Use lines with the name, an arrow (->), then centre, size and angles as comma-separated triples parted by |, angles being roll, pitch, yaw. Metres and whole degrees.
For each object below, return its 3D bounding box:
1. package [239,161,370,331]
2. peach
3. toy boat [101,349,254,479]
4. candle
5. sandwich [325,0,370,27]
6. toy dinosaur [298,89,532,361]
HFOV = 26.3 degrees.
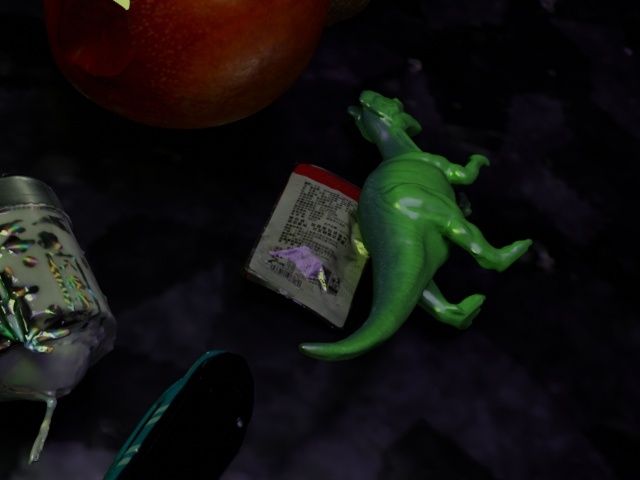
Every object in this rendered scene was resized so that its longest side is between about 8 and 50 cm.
package -> 0.000, 0.000, 1.790 | 0.154, 0.030, 0.239 | 29, 49, -5
peach -> -0.183, -0.322, 1.772 | 0.388, 0.388, 0.388 | 10, 51, -12
toy boat -> -0.178, 0.235, 1.500 | 0.092, 0.134, 0.299 | 4, 37, 28
candle -> -0.326, 0.090, 1.509 | 0.187, 0.187, 0.330 | -14, 60, -28
sandwich -> -0.050, -0.373, 2.045 | 0.186, 0.065, 0.214 | 44, 52, 17
toy dinosaur -> 0.061, -0.047, 1.736 | 0.500, 0.144, 0.374 | -12, 57, -49
